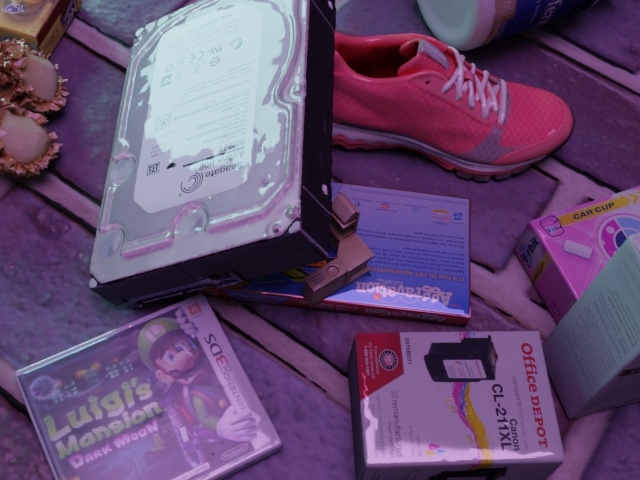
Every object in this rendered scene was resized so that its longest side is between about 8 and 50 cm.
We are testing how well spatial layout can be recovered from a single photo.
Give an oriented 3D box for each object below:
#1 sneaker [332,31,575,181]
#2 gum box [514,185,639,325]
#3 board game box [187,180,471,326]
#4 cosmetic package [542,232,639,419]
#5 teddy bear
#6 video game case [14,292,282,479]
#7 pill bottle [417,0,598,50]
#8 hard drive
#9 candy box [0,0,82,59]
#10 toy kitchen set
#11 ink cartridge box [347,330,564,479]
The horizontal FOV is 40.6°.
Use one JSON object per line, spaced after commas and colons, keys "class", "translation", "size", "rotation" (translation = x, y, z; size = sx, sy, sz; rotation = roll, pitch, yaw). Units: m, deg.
{"class": "sneaker", "translation": [0.129, -0.153, 0.934], "size": [0.314, 0.136, 0.116], "rotation": [6, 60, -2]}
{"class": "gum box", "translation": [0.313, 0.012, 0.895], "size": [0.188, 0.062, 0.107], "rotation": [-17, 62, -15]}
{"class": "board game box", "translation": [0.014, 0.004, 0.891], "size": [0.281, 0.027, 0.145], "rotation": [7, 58, -1]}
{"class": "cosmetic package", "translation": [0.290, 0.073, 0.757], "size": [0.117, 0.231, 0.085], "rotation": [-12, 61, -12]}
{"class": "teddy bear", "translation": [-0.436, -0.142, 0.905], "size": [0.338, 0.113, 0.245], "rotation": [-10, 67, -20]}
{"class": "video game case", "translation": [-0.157, 0.155, 0.787], "size": [0.190, 0.022, 0.173], "rotation": [-23, 64, -18]}
{"class": "pill bottle", "translation": [0.258, -0.339, 1.049], "size": [0.265, 0.153, 0.153], "rotation": [-23, 64, -17]}
{"class": "hard drive", "translation": [-0.102, -0.113, 0.863], "size": [0.237, 0.064, 0.339], "rotation": [-14, 56, 26]}
{"class": "candy box", "translation": [-0.390, -0.282, 1.012], "size": [0.187, 0.053, 0.109], "rotation": [15, 59, 5]}
{"class": "toy kitchen set", "translation": [0.000, 0.000, 0.836], "size": [0.075, 0.068, 0.083], "rotation": [-31, 66, -21]}
{"class": "ink cartridge box", "translation": [0.118, 0.151, 0.786], "size": [0.175, 0.072, 0.127], "rotation": [-1, 58, -5]}
